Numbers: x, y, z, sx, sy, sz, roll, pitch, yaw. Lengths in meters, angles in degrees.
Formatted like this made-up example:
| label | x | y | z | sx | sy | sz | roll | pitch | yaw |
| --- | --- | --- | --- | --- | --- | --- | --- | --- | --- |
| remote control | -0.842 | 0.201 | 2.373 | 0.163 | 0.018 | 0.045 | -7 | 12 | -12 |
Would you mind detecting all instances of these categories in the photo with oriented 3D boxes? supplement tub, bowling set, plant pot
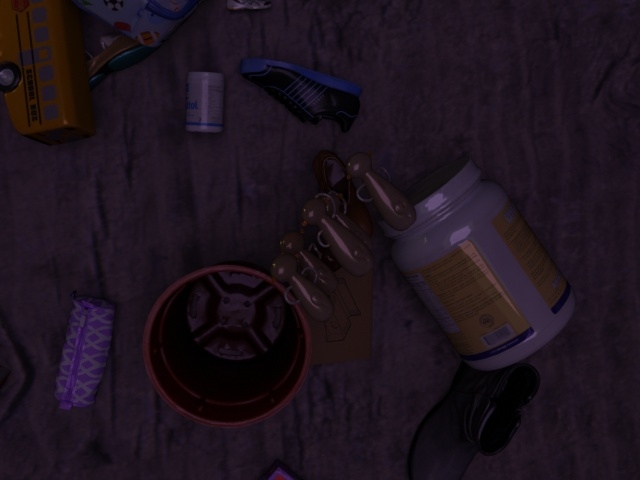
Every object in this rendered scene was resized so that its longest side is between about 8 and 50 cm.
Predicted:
| label | x | y | z | sx | sy | sz | roll | pitch | yaw |
| --- | --- | --- | --- | --- | --- | --- | --- | --- | --- |
| supplement tub | -0.209 | -0.249 | 1.687 | 0.071 | 0.071 | 0.107 | 1 | 95 | -6 |
| supplement tub | 0.277 | 0.041 | 1.680 | 0.241 | 0.241 | 0.331 | -36 | 98 | -1 |
| bowling set | 0.000 | 0.000 | 1.563 | 0.154 | 0.200 | 0.287 | 48 | 65 | -12 |
| plant pot | -0.156 | 0.155 | 1.632 | 0.273 | 0.265 | 0.272 | 0 | 98 | -2 |

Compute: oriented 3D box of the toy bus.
| label | x | y | z | sx | sy | sz | roll | pitch | yaw |
| --- | --- | --- | --- | --- | --- | --- | --- | --- | --- |
| toy bus | -0.479 | -0.335 | 1.590 | 0.130 | 0.108 | 0.332 | -10 | 83 | 11 |

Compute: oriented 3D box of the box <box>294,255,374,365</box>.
| label | x | y | z | sx | sy | sz | roll | pitch | yaw |
| --- | --- | --- | --- | --- | --- | --- | --- | --- | --- |
| box | 0.025 | 0.130 | 1.742 | 0.165 | 0.021 | 0.201 | -2 | 97 | -31 |

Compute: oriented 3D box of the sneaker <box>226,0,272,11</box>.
| label | x | y | z | sx | sy | sz | roll | pitch | yaw |
| --- | --- | --- | --- | --- | --- | --- | --- | --- | --- |
| sneaker | -0.130 | -0.436 | 1.694 | 0.083 | 0.032 | 0.036 | -1 | 96 | -6 |

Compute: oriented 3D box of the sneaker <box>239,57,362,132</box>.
| label | x | y | z | sx | sy | sz | roll | pitch | yaw |
| --- | --- | --- | --- | --- | --- | --- | --- | --- | --- |
| sneaker | -0.040 | -0.265 | 1.696 | 0.232 | 0.081 | 0.090 | 14 | 87 | -8 |

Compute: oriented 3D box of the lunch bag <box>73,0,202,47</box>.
| label | x | y | z | sx | sy | sz | roll | pitch | yaw |
| --- | --- | --- | --- | --- | --- | --- | --- | --- | --- |
| lunch bag | -0.336 | -0.484 | 1.580 | 0.303 | 0.243 | 0.115 | 38 | 134 | -10 |

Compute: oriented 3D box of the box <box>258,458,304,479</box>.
| label | x | y | z | sx | sy | sz | roll | pitch | yaw |
| --- | --- | --- | --- | --- | --- | --- | --- | --- | --- |
| box | -0.039 | 0.591 | 1.799 | 0.293 | 0.057 | 0.201 | 41 | 90 | -8 |

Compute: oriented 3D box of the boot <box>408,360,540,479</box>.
| label | x | y | z | sx | sy | sz | roll | pitch | yaw |
| --- | --- | --- | --- | --- | --- | --- | --- | --- | --- |
| boot | 0.273 | 0.356 | 1.721 | 0.118 | 0.223 | 0.338 | 21 | 94 | -8 |

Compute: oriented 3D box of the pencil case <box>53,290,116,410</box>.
| label | x | y | z | sx | sy | sz | roll | pitch | yaw |
| --- | --- | --- | --- | --- | --- | --- | --- | --- | --- |
| pencil case | -0.431 | 0.200 | 1.704 | 0.086 | 0.088 | 0.206 | 11 | 96 | -5 |

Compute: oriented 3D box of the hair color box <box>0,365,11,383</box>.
| label | x | y | z | sx | sy | sz | roll | pitch | yaw |
| --- | --- | --- | --- | --- | --- | --- | --- | --- | --- |
| hair color box | -0.608 | 0.251 | 1.665 | 0.072 | 0.141 | 0.043 | 31 | 93 | -8 |

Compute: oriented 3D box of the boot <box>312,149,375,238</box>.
| label | x | y | z | sx | sy | sz | roll | pitch | yaw |
| --- | --- | --- | --- | --- | --- | --- | --- | --- | --- |
| boot | 0.043 | -0.072 | 1.688 | 0.073 | 0.152 | 0.197 | -33 | 98 | -2 |

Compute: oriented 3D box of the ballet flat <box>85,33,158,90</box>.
| label | x | y | z | sx | sy | sz | roll | pitch | yaw |
| --- | --- | --- | --- | --- | --- | --- | --- | --- | --- |
| ballet flat | -0.391 | -0.323 | 1.660 | 0.232 | 0.080 | 0.073 | -34 | 87 | -2 |
